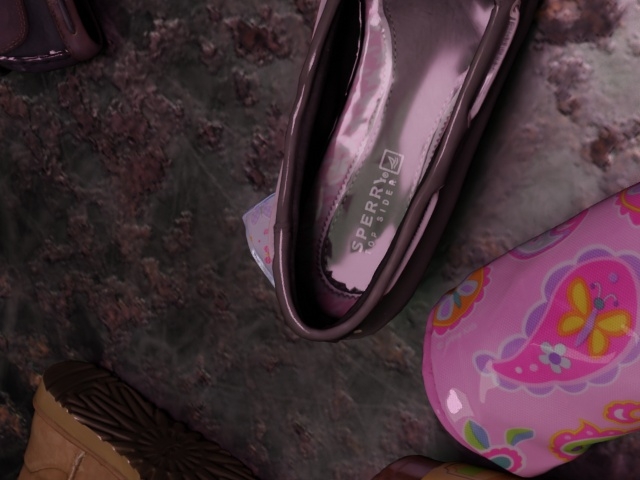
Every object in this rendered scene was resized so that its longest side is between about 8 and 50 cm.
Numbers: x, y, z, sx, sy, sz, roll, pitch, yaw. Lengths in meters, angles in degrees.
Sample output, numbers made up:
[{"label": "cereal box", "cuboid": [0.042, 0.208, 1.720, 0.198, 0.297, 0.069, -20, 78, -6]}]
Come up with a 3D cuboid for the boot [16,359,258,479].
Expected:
[{"label": "boot", "cuboid": [-0.153, 0.252, 0.938, 0.236, 0.089, 0.270, 37, 118, 28]}]

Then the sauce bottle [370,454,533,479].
[{"label": "sauce bottle", "cuboid": [0.173, 0.197, 0.668, 0.344, 0.111, 0.111, 9, 108, 38]}]

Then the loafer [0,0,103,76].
[{"label": "loafer", "cuboid": [-0.200, -0.256, 0.825, 0.095, 0.109, 0.303, -1, 110, 9]}]

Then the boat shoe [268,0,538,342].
[{"label": "boat shoe", "cuboid": [0.049, -0.099, 0.691, 0.112, 0.095, 0.335, 17, 102, 6]}]

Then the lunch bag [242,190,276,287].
[{"label": "lunch bag", "cuboid": [0.000, 0.000, 0.799, 0.071, 0.053, 0.083, -32, 98, 32]}]

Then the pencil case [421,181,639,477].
[{"label": "pencil case", "cuboid": [0.187, 0.028, 0.670, 0.284, 0.124, 0.124, -32, 87, 32]}]
